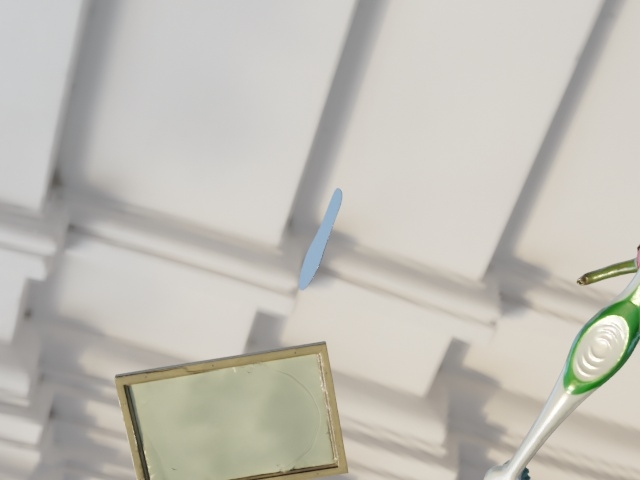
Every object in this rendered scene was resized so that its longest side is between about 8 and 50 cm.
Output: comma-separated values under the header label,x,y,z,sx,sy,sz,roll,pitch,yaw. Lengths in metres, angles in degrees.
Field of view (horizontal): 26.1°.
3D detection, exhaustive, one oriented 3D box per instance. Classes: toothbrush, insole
label,x,y,z,sx,sy,sz,roll,pitch,yaw
toothbrush,0.215,0.070,1.018,0.042,0.418,0.040,39,-148,18
insole,0.000,0.000,1.800,0.002,0.152,0.053,13,-158,-21

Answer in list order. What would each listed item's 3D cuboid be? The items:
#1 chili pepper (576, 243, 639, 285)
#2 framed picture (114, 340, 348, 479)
label,x,y,z,sx,sy,sz,roll,pitch,yaw
chili pepper,0.402,0.046,1.331,0.137,0.092,0.368,-36,-153,-13
framed picture,-0.083,0.174,1.301,0.201,0.136,0.010,-9,-162,2
